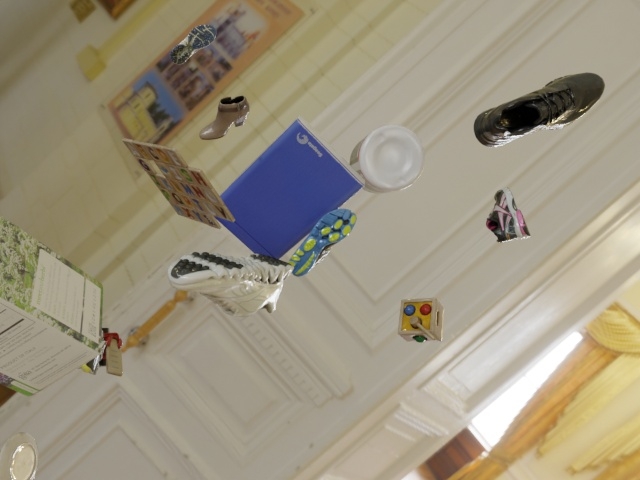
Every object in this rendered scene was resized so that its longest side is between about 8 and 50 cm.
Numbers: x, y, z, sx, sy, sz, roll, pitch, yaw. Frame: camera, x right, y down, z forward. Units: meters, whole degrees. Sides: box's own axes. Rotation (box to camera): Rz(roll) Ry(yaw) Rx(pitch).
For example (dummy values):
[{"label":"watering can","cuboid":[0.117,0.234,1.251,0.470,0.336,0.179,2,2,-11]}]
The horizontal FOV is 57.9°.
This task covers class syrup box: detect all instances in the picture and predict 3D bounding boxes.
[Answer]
[{"label":"syrup box","cuboid":[-0.311,0.037,0.507,0.237,0.096,0.093,48,16,-43]}]

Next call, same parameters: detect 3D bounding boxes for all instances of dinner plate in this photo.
[{"label":"dinner plate","cuboid":[-0.694,0.518,1.339,0.141,0.017,0.141,-4,90,-81]}]

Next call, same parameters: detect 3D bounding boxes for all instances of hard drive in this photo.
[{"label":"hard drive","cuboid":[-0.084,-0.104,1.342,0.210,0.319,0.040,43,25,-13]}]

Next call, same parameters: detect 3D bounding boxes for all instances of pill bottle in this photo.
[{"label":"pill bottle","cuboid":[0.162,-0.204,1.511,0.161,0.161,0.283,48,-1,-5]}]

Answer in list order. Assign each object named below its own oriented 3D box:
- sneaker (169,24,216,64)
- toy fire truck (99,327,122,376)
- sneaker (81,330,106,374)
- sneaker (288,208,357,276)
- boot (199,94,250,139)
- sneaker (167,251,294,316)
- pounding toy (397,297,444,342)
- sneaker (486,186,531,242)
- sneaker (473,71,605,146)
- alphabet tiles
[{"label":"sneaker","cuboid":[-0.321,-0.492,1.443,0.052,0.135,0.058,56,-5,-22]},{"label":"toy fire truck","cuboid":[-0.667,0.321,1.655,0.217,0.246,0.158,5,73,-39]},{"label":"sneaker","cuboid":[-0.558,0.253,1.345,0.094,0.081,0.208,20,-4,-25]},{"label":"sneaker","cuboid":[0.000,0.000,1.260,0.067,0.188,0.078,44,3,-2]},{"label":"boot","cuboid":[-0.204,-0.263,1.220,0.042,0.118,0.087,57,-18,21]},{"label":"sneaker","cuboid":[-0.159,0.086,1.058,0.110,0.118,0.292,20,7,33]},{"label":"pounding toy","cuboid":[0.295,0.240,1.681,0.100,0.130,0.141,43,49,-46]},{"label":"sneaker","cuboid":[0.398,-0.056,1.273,0.072,0.077,0.178,61,17,-22]},{"label":"sneaker","cuboid":[0.477,-0.277,1.228,0.130,0.286,0.109,-95,159,-86]},{"label":"alphabet tiles","cuboid":[-0.256,-0.099,1.074,0.237,0.009,0.198,17,-33,45]}]
